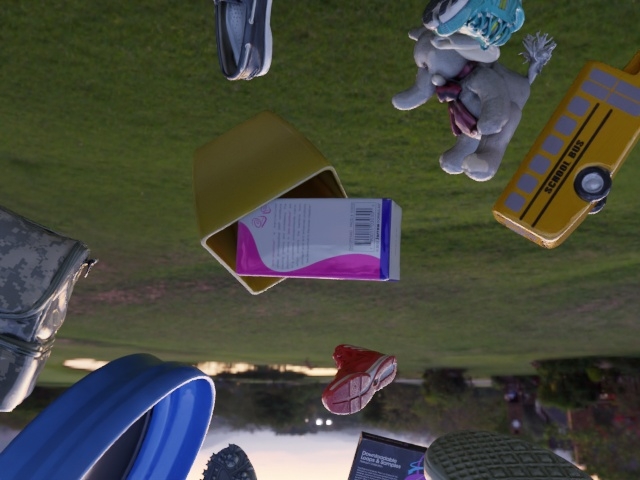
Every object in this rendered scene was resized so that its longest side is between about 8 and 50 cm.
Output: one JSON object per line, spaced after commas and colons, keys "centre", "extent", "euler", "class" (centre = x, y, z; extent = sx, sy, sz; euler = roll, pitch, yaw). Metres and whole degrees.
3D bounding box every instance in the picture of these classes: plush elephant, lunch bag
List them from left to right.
{"centre": [-0.505, 0.062, 0.868], "extent": [0.305, 0.256, 0.212], "euler": [26, 168, -11], "class": "lunch bag"}
{"centre": [0.268, -0.306, 1.217], "extent": [0.255, 0.330, 0.272], "euler": [28, -165, -6], "class": "plush elephant"}

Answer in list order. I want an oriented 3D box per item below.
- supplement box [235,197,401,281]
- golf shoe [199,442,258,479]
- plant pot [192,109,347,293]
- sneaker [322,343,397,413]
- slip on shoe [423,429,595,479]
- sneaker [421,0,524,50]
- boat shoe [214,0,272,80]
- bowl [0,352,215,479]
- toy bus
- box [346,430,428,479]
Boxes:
{"centre": [0.000, 0.000, 0.895], "extent": [0.220, 0.111, 0.114], "euler": [2, 176, 15], "class": "supplement box"}
{"centre": [-0.073, 0.296, 0.624], "extent": [0.069, 0.176, 0.086], "euler": [-26, 140, 6], "class": "golf shoe"}
{"centre": [-0.086, -0.075, 0.986], "extent": [0.212, 0.187, 0.212], "euler": [-30, 150, 1], "class": "plant pot"}
{"centre": [0.052, 0.290, 1.319], "extent": [0.128, 0.087, 0.221], "euler": [13, -163, 40], "class": "sneaker"}
{"centre": [0.220, 0.270, 0.494], "extent": [0.331, 0.101, 0.123], "euler": [28, -149, 32], "class": "slip on shoe"}
{"centre": [0.235, -0.329, 0.886], "extent": [0.107, 0.110, 0.275], "euler": [-27, -173, 40], "class": "sneaker"}
{"centre": [-0.152, -0.456, 1.175], "extent": [0.114, 0.303, 0.091], "euler": [15, -149, 37], "class": "boat shoe"}
{"centre": [-0.245, 0.290, 0.616], "extent": [0.077, 0.391, 0.391], "euler": [27, 166, 11], "class": "bowl"}
{"centre": [0.406, -0.147, 0.937], "extent": [0.130, 0.333, 0.108], "euler": [33, -176, 22], "class": "toy bus"}
{"centre": [0.095, 0.375, 0.930], "extent": [0.116, 0.162, 0.029], "euler": [15, -170, -3], "class": "box"}
